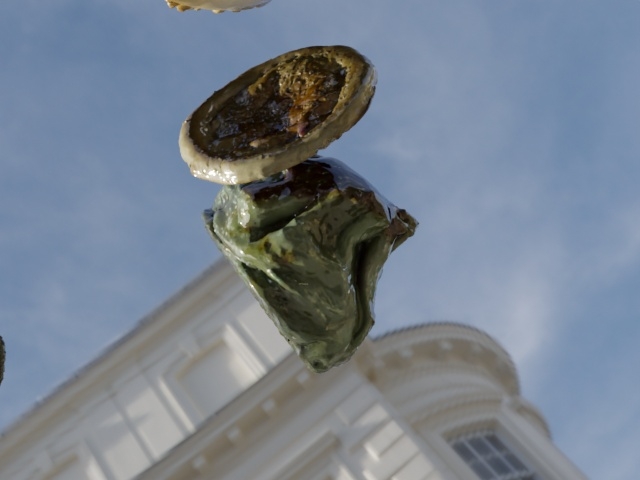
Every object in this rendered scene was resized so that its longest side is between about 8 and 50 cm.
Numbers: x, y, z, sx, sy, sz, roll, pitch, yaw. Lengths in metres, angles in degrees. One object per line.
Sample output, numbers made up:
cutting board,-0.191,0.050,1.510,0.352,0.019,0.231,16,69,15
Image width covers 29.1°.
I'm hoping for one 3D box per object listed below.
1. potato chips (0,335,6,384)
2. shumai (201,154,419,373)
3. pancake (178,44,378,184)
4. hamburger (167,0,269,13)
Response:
potato chips,-0.406,0.099,1.152,0.220,0.029,0.202,8,-51,-8
shumai,0.000,0.000,0.980,0.142,0.184,0.184,-37,-48,1
pancake,-0.027,-0.079,0.762,0.139,0.139,0.022,-32,-58,-11
hamburger,-0.067,-0.306,0.882,0.302,0.170,0.302,-5,-82,-38
